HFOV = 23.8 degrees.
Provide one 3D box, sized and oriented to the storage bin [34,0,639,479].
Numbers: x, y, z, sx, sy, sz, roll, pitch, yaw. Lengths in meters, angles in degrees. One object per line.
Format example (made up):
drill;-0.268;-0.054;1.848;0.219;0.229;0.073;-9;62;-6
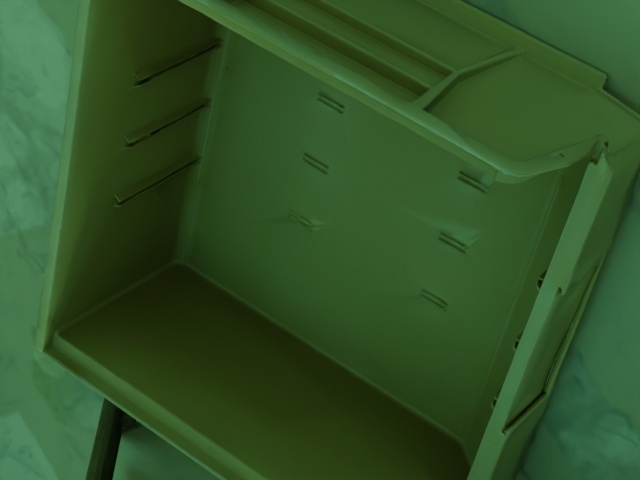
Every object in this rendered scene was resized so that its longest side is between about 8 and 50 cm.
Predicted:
storage bin;0.000;0.000;0.783;0.260;0.123;0.262;32;129;22

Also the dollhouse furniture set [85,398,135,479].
dollhouse furniture set;-0.074;0.187;1.009;0.151;0.123;0.144;4;122;-2
